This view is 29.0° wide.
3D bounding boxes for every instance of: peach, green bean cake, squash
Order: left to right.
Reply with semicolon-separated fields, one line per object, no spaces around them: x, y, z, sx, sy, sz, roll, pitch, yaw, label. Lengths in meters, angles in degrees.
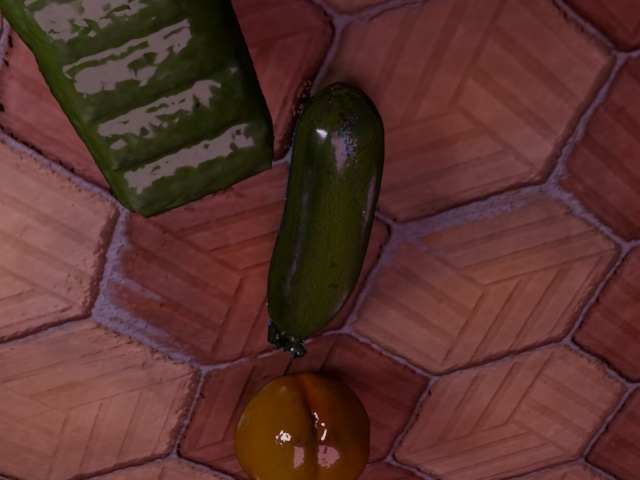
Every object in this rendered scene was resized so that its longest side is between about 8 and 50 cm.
-0.125;-0.162;0.765;0.125;0.222;0.248;-19;133;0;green bean cake
-0.017;0.196;1.258;0.138;0.138;0.138;-8;136;-8;peach
-0.001;0.000;1.094;0.087;0.087;0.331;0;136;-15;squash
